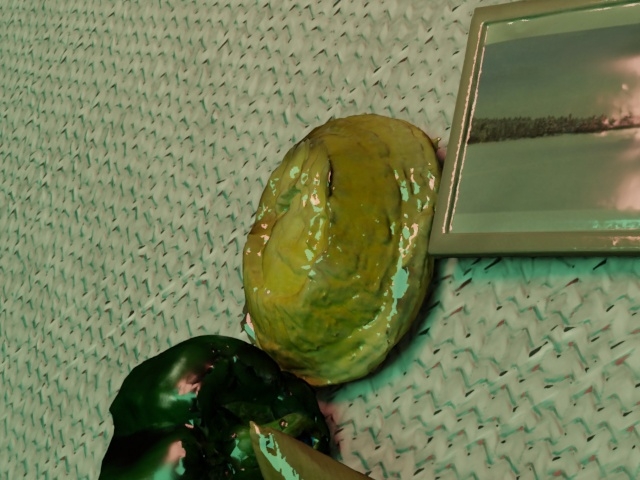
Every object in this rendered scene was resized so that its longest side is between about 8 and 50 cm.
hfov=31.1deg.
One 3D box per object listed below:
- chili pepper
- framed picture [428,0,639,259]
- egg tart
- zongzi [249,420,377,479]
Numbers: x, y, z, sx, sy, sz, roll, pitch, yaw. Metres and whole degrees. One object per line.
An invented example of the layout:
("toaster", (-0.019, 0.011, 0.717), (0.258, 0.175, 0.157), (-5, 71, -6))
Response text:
("chili pepper", (-0.069, 0.171, 0.897), (0.261, 0.165, 0.174), (-12, 46, 45))
("framed picture", (0.217, -0.088, 0.826), (0.289, 0.016, 0.213), (0, 72, 41))
("egg tart", (0.000, 0.000, 0.961), (0.252, 0.098, 0.232), (-57, 40, 14))
("zongzi", (0.119, 0.208, 0.630), (0.273, 0.145, 0.300), (-19, 102, 35))
